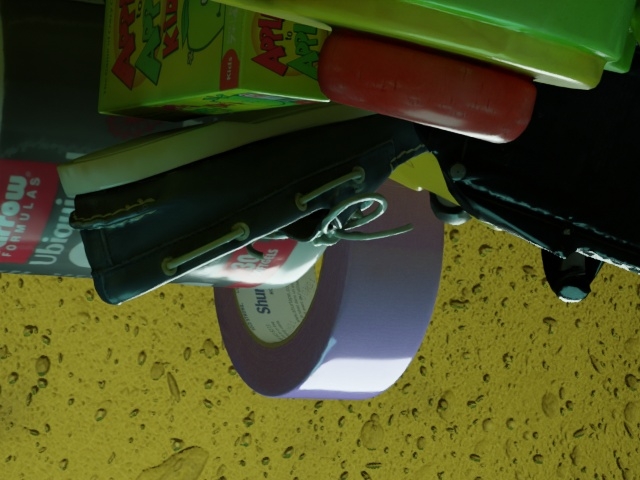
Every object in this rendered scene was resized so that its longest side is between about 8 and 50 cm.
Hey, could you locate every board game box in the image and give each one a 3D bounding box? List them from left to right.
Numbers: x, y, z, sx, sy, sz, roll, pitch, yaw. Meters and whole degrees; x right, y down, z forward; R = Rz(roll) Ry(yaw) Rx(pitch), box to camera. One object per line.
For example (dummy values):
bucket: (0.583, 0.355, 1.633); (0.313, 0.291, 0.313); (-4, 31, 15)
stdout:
board game box: (-0.049, -0.104, 0.761); (0.043, 0.092, 0.181); (4, 179, -25)

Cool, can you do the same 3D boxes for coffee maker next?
coffee maker: (0.093, -0.073, 0.753); (0.171, 0.120, 0.178); (43, -173, -11)

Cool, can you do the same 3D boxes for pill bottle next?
pill bottle: (-0.155, -0.067, 0.962); (0.318, 0.176, 0.176); (4, 179, -28)

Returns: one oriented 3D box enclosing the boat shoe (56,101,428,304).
boat shoe: (-0.016, -0.031, 0.864); (0.095, 0.079, 0.254); (-4, -169, 44)

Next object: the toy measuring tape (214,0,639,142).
toy measuring tape: (-0.018, -0.104, 0.516); (0.330, 0.121, 0.121); (14, 179, -4)

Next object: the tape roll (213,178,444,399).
tape roll: (0.000, 0.000, 1.472); (0.090, 0.275, 0.275); (5, 179, -27)

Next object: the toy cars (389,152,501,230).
toy cars: (0.106, -0.090, 1.014); (0.176, 0.087, 0.393); (44, 161, -21)
